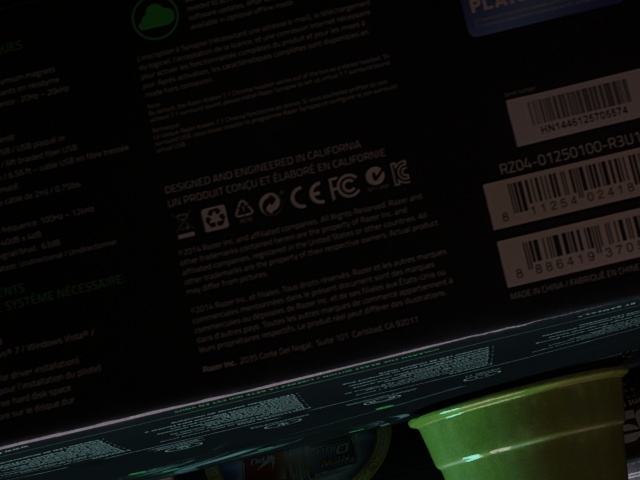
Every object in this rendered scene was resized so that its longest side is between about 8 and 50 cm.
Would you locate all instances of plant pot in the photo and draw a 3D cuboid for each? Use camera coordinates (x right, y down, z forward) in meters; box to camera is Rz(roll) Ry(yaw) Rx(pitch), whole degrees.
[{"bbox_3d":[0.081,0.094,0.632,0.083,0.079,0.083,-13,169,-3],"label":"plant pot"}]

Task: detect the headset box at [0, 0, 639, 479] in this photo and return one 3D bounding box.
[{"bbox_3d":[-0.005,0.000,0.613,0.246,0.131,0.283,-13,169,3],"label":"headset box"}]

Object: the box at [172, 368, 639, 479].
[{"bbox_3d":[0.067,0.053,0.784,0.270,0.216,0.060,-13,128,3],"label":"box"}]
